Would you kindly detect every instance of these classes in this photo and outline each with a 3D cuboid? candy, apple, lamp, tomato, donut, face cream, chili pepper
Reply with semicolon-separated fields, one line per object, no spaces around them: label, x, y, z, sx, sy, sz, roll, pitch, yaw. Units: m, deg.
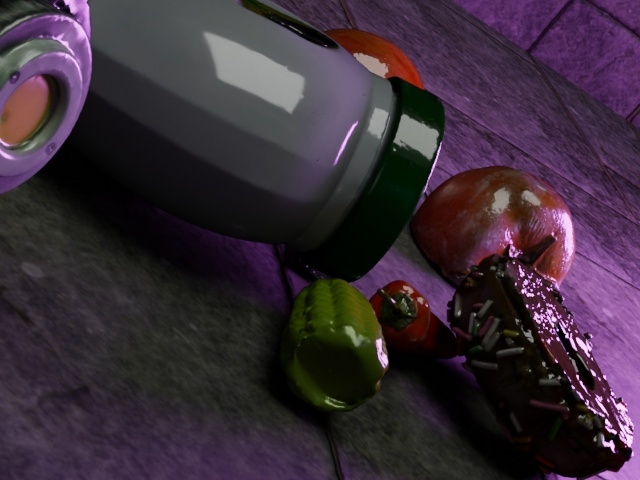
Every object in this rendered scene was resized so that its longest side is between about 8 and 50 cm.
candy;0.011;0.084;1.346;0.097;0.096;0.209;36;13;-11
apple;0.030;-0.147;1.699;0.164;0.209;0.209;21;20;5
lamp;-0.296;-0.156;1.071;0.272;0.205;0.374;19;42;7
tomato;0.237;-0.012;1.850;0.214;0.155;0.180;24;22;-34
donut;0.229;0.136;1.531;0.269;0.103;0.269;49;17;-22
face cream;-0.083;-0.123;1.403;0.357;0.219;0.312;27;13;-15
chili pepper;0.091;0.085;1.477;0.071;0.063;0.272;55;6;21

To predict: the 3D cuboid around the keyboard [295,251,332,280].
keyboard;0.000;0.000;1.609;0.064;0.010;0.198;36;21;-14
